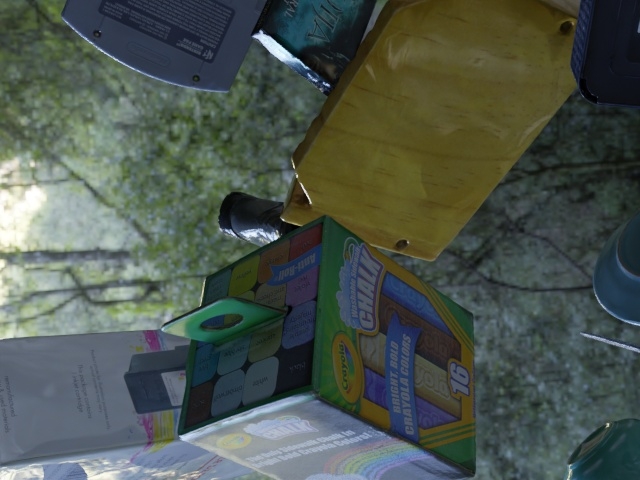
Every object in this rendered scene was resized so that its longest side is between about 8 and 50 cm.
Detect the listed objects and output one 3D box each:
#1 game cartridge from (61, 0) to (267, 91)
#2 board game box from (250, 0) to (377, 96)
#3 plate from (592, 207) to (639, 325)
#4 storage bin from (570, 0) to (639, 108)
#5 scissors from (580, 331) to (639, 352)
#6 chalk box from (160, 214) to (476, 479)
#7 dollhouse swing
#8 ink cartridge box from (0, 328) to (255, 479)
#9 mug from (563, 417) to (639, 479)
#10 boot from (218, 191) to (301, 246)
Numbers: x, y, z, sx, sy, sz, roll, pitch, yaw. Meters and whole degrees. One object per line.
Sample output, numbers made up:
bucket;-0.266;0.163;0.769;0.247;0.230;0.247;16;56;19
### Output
game cartridge;-0.253;-0.363;1.476;0.196;0.294;0.060;-64;23;10
board game box;0.002;-0.279;1.086;0.026;0.126;0.186;-14;49;52
plate;0.303;-0.005;0.734;0.024;0.188;0.188;52;-172;-22
storage bin;0.307;-0.218;0.841;0.084;0.122;0.180;-70;-15;-65
scissors;0.305;0.098;0.653;0.297;0.109;0.021;13;99;40
chalk box;-0.007;0.081;0.629;0.132;0.213;0.132;-24;45;36
dollhouse swing;0.124;-0.213;1.108;0.347;0.315;0.305;-55;34;33
ink cartridge box;-0.187;0.181;0.925;0.207;0.353;0.119;-43;56;43
mug;0.329;0.273;1.030;0.097;0.158;0.129;46;171;9
boot;0.000;0.000;1.187;0.161;0.246;0.083;16;93;45
